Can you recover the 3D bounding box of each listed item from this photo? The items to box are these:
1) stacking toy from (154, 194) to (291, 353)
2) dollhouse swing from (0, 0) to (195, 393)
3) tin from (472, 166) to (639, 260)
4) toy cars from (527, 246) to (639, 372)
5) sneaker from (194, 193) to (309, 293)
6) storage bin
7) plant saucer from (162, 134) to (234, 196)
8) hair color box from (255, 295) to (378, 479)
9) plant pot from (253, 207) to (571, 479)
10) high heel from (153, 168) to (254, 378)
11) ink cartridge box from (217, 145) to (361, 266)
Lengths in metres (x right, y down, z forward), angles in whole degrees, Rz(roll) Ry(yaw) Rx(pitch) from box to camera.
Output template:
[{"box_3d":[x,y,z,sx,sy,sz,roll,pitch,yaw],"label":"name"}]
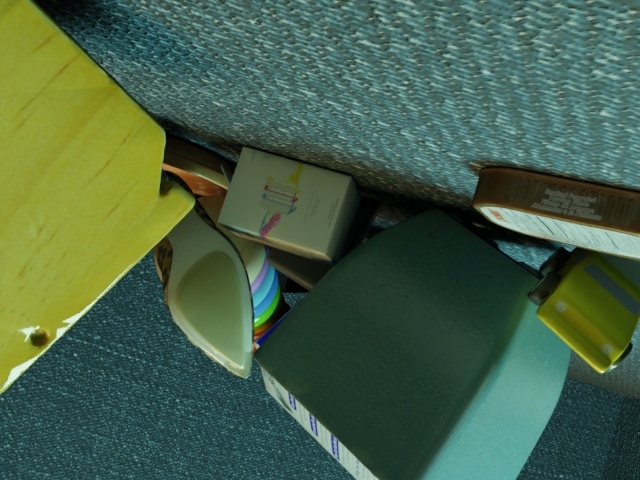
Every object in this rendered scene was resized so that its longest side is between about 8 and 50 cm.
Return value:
[{"box_3d":[-0.102,0.068,1.331,0.141,0.141,0.330,15,161,19],"label":"stacking toy"},{"box_3d":[-0.347,-0.098,0.767,0.347,0.315,0.305,46,-179,-40],"label":"dollhouse swing"},{"box_3d":[0.214,-0.019,0.810,0.189,0.040,0.106,14,169,30],"label":"tin"},{"box_3d":[0.342,0.075,1.001,0.393,0.087,0.176,21,-150,-39],"label":"toy cars"},{"box_3d":[-0.112,-0.008,1.406,0.330,0.122,0.146,17,176,-1],"label":"sneaker"},{"box_3d":[0.000,0.000,1.184,0.091,0.135,0.098,29,175,4],"label":"storage bin"},{"box_3d":[-0.189,-0.098,1.223,0.200,0.037,0.200,18,174,2],"label":"plant saucer"},{"box_3d":[0.067,0.247,1.334,0.339,0.110,0.185,40,160,21],"label":"hair color box"},{"box_3d":[0.132,0.114,1.087,0.247,0.252,0.248,38,-174,34],"label":"plant pot"},{"box_3d":[-0.136,0.032,1.121,0.093,0.261,0.186,-26,177,-6],"label":"high heel"},{"box_3d":[-0.040,-0.038,1.087,0.143,0.090,0.092,16,173,12],"label":"ink cartridge box"}]
